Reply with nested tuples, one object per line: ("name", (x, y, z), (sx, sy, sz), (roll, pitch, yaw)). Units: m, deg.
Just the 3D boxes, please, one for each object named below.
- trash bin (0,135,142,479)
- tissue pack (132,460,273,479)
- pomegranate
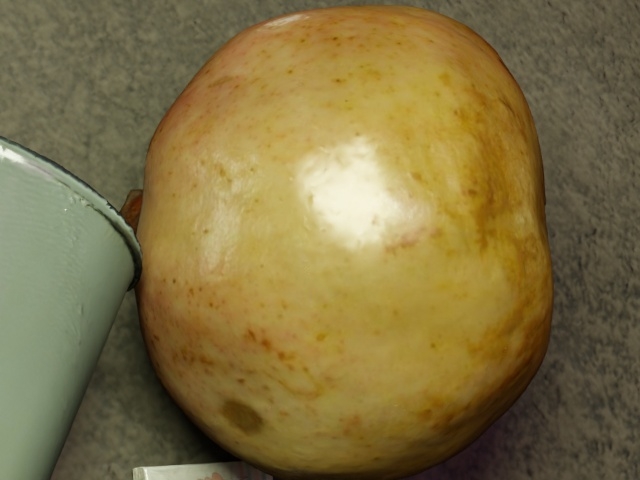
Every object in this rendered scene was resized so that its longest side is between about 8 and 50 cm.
("trash bin", (-0.255, 0.085, 1.154), (0.277, 0.217, 0.262), (57, 46, -51))
("tissue pack", (-0.083, 0.189, 1.363), (0.108, 0.023, 0.056), (2, 76, -34))
("pomegranate", (0.000, 0.000, 1.312), (0.338, 0.338, 0.338), (10, 72, -32))
